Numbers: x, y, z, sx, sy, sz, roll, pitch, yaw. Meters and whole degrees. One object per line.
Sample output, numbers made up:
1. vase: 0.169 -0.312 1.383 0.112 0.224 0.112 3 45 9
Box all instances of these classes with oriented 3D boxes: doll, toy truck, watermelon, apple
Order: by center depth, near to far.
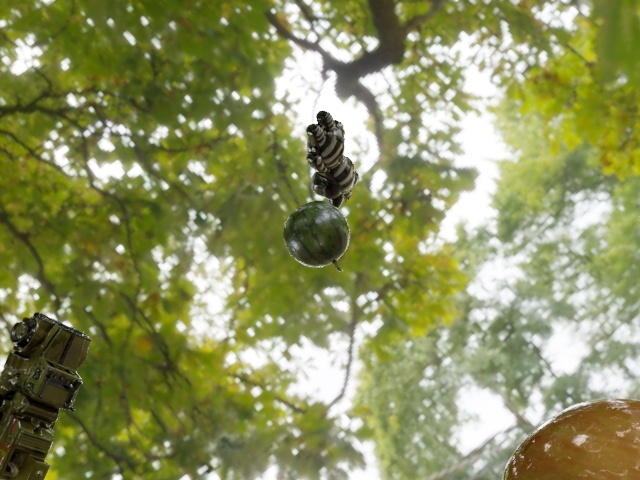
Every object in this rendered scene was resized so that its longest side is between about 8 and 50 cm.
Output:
1. apple: 0.303 0.272 0.964 0.242 0.241 0.242 -4 -84 -41
2. watermelon: -0.003 -0.005 1.479 0.109 0.109 0.109 -31 -29 -19
3. toy truck: -0.444 0.248 1.566 0.127 0.127 0.257 34 -110 -43
4. doll: 0.016 -0.131 1.670 0.091 0.067 0.219 -58 -28 -23
